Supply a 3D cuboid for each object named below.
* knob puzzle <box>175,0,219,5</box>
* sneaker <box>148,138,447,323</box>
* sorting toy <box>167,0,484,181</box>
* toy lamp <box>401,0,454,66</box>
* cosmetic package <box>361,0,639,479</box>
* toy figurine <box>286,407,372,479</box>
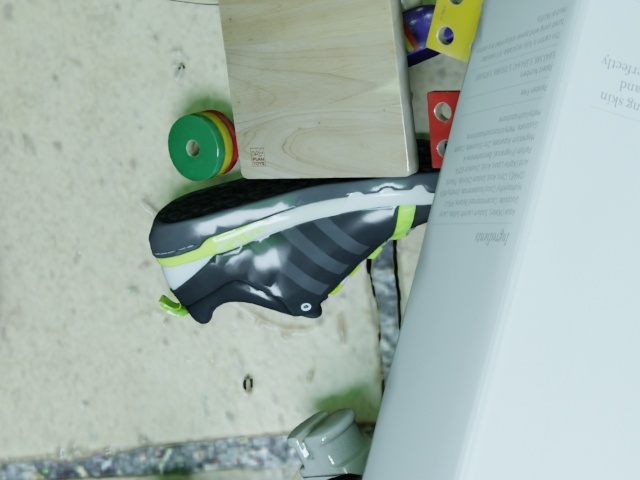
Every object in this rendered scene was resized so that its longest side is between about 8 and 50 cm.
[{"bbox_3d":[-0.105,-0.255,0.970,0.213,0.030,0.213,0,89,11],"label":"knob puzzle"},{"bbox_3d":[0.000,0.000,0.935,0.235,0.084,0.097,-12,111,13],"label":"sneaker"},{"bbox_3d":[0.013,-0.108,0.879,0.275,0.046,0.132,1,104,37],"label":"sorting toy"},{"bbox_3d":[0.014,-0.247,0.918,0.080,0.080,0.274,-22,89,11],"label":"toy lamp"},{"bbox_3d":[0.158,0.062,0.712,0.217,0.156,0.385,17,88,-13],"label":"cosmetic package"},{"bbox_3d":[-0.025,0.223,0.861,0.213,0.209,0.148,-27,100,4],"label":"toy figurine"}]
